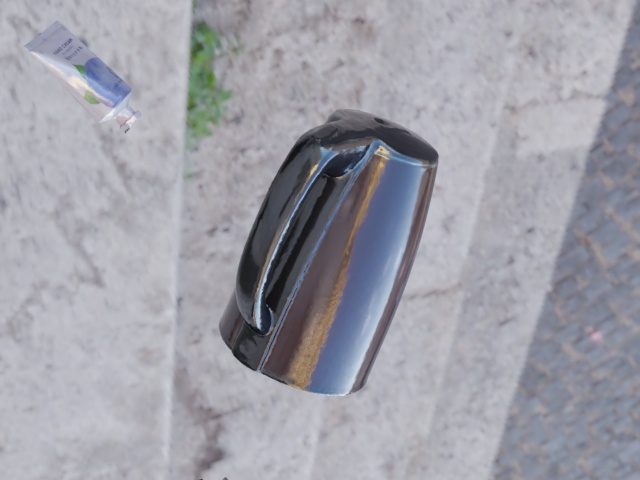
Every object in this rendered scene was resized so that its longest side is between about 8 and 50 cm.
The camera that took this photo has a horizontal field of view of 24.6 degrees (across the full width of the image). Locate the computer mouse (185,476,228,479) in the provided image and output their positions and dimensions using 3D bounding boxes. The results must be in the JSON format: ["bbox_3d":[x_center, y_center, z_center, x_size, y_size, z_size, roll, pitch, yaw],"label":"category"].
[{"bbox_3d":[-0.101,0.243,1.211,0.057,0.099,0.172,12,172,-12],"label":"computer mouse"}]

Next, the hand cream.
[{"bbox_3d":[-0.254,-0.178,1.608,0.053,0.084,0.142,-37,101,30],"label":"hand cream"}]

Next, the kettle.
[{"bbox_3d":[0.000,0.000,1.267,0.202,0.144,0.232,-2,120,-50],"label":"kettle"}]
